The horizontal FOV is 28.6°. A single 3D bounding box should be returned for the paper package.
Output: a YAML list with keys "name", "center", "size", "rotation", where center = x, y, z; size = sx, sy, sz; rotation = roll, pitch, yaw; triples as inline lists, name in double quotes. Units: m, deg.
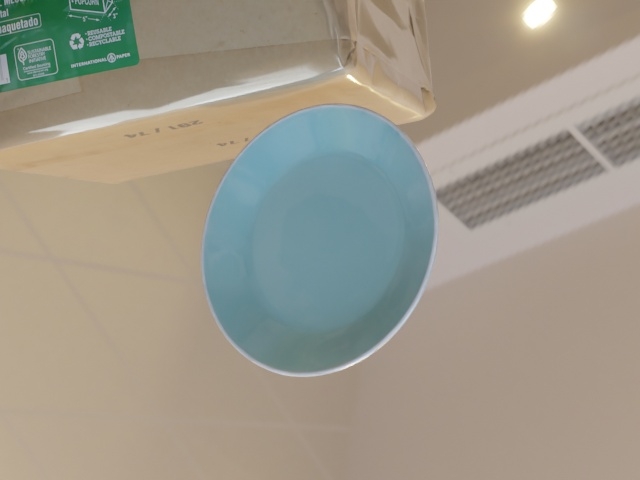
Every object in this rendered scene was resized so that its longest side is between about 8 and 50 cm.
- name: "paper package"
  center: [-0.098, -0.162, 1.014]
  size: [0.325, 0.309, 0.168]
  rotation: [-10, -94, 16]

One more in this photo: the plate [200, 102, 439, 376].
- name: "plate"
  center: [0.000, 0.000, 0.851]
  size: [0.188, 0.024, 0.188]
  rotation: [-9, -108, 30]
